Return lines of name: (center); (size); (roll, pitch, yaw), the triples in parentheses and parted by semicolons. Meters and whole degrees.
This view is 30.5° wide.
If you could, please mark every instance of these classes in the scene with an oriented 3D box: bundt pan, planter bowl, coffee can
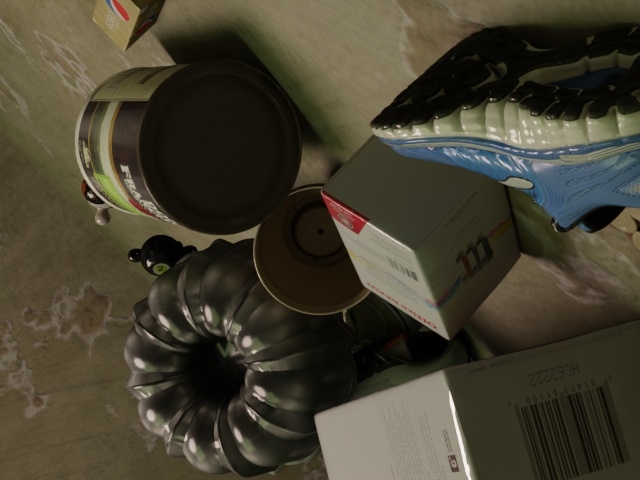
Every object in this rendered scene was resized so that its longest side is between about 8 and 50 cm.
bundt pan: (-0.123, 0.165, 1.548); (0.331, 0.331, 0.124); (39, -160, 15)
planter bowl: (0.000, 0.000, 1.469); (0.162, 0.162, 0.109); (46, -169, -10)
coffee can: (-0.171, -0.119, 1.457); (0.201, 0.201, 0.275); (50, 164, -22)

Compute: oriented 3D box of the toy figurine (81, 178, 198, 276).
toy figurine: (-0.225, -0.073, 1.694); (0.209, 0.213, 0.148); (48, 179, -4)

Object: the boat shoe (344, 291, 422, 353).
boat shoe: (0.082, 0.132, 1.683); (0.109, 0.094, 0.302); (38, 164, 21)

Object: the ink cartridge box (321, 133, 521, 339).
ink cartridge box: (0.105, -0.014, 1.175); (0.128, 0.127, 0.176); (33, 161, 33)

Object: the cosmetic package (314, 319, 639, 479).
cosmetic package: (0.172, 0.220, 1.291); (0.453, 0.230, 0.161); (140, 117, -68)

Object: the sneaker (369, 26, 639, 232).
sneaker: (0.161, -0.069, 0.887); (0.147, 0.130, 0.330); (55, 161, -26)

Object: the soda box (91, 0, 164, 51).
soda box: (-0.230, -0.291, 1.419); (0.061, 0.058, 0.181); (45, 164, -6)

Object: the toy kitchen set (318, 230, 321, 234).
toy kitchen set: (-0.020, 0.006, 1.729); (0.068, 0.075, 0.083); (57, -160, -30)

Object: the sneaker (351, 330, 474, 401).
sneaker: (0.073, 0.174, 1.599); (0.100, 0.271, 0.108); (-100, -5, -47)

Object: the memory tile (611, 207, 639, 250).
memory tile: (0.291, -0.009, 0.939); (0.113, 0.012, 0.148); (43, 164, 2)
